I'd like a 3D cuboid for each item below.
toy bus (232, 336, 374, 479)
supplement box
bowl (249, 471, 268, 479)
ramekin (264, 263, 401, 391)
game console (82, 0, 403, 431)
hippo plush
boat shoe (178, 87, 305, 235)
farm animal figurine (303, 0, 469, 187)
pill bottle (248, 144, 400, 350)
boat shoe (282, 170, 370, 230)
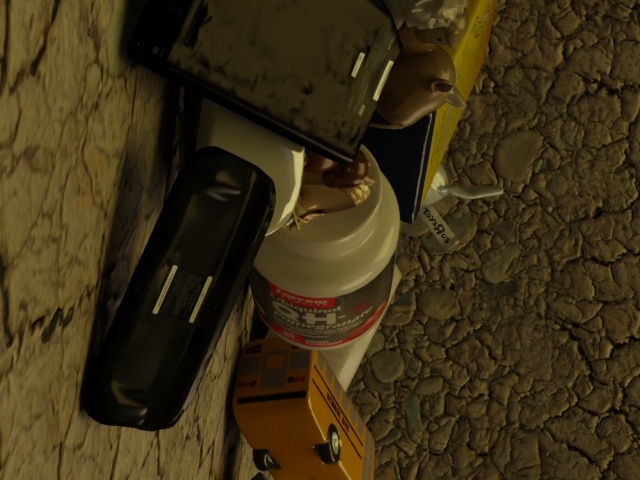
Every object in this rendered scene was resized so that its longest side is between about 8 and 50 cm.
[{"bbox_3d":[-0.007,0.271,1.643,0.332,0.108,0.130,61,26,-47],"label":"toy bus"},{"bbox_3d":[0.089,-0.229,1.561,0.195,0.194,0.356,95,16,-49],"label":"supplement box"},{"bbox_3d":[-0.060,0.472,1.663,0.156,0.289,0.289,-35,168,-7],"label":"bowl"},{"bbox_3d":[0.014,0.115,1.753,0.273,0.127,0.273,-64,175,-11],"label":"ramekin"},{"bbox_3d":[-0.070,-0.042,0.828,0.213,0.044,0.361,23,90,-52],"label":"game console"},{"bbox_3d":[0.061,-0.089,1.818,0.234,0.294,0.236,-49,163,17],"label":"hippo plush"},{"bbox_3d":[-0.051,-0.154,0.932,0.102,0.108,0.301,23,-73,59],"label":"boat shoe"},{"bbox_3d":[0.066,-0.201,1.099,0.330,0.172,0.327,-89,-156,-51],"label":"farm animal figurine"},{"bbox_3d":[0.000,0.000,1.401,0.318,0.176,0.176,88,13,-68],"label":"pill bottle"},{"bbox_3d":[-0.028,-0.037,1.173,0.063,0.170,0.059,49,57,-35],"label":"boat shoe"}]
